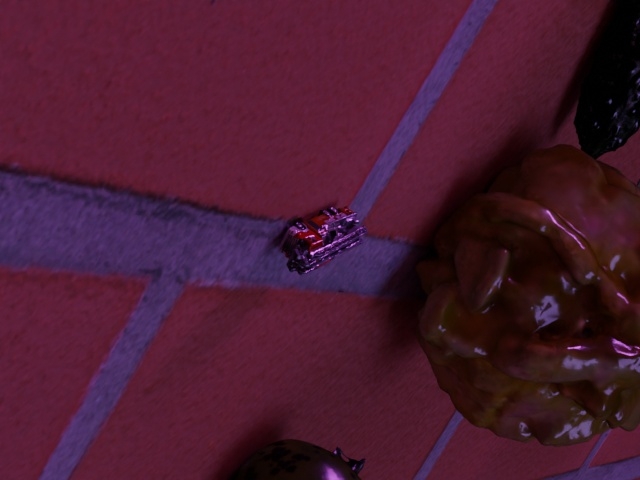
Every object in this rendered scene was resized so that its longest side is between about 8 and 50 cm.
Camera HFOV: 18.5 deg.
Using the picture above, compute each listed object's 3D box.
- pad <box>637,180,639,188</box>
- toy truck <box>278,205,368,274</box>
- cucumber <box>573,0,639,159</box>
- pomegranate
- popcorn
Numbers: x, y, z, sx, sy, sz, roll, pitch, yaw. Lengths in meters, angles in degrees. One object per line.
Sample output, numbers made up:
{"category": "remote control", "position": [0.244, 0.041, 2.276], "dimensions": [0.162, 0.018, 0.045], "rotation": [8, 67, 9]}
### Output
{"category": "pad", "position": [0.383, -0.062, 2.131], "dimensions": [0.265, 0.009, 0.159], "rotation": [-32, 149, -51]}
{"category": "toy truck", "position": [0.000, 0.000, 1.267], "dimensions": [0.083, 0.032, 0.024], "rotation": [-23, 146, -56]}
{"category": "cucumber", "position": [0.278, -0.187, 1.574], "dimensions": [0.072, 0.072, 0.300], "rotation": [-17, 137, -62]}
{"category": "pomegranate", "position": [-0.030, 0.213, 1.435], "dimensions": [0.161, 0.122, 0.122], "rotation": [-30, 159, -1]}
{"category": "popcorn", "position": [0.189, 0.054, 1.559], "dimensions": [0.259, 0.212, 0.259], "rotation": [-56, 166, -22]}
